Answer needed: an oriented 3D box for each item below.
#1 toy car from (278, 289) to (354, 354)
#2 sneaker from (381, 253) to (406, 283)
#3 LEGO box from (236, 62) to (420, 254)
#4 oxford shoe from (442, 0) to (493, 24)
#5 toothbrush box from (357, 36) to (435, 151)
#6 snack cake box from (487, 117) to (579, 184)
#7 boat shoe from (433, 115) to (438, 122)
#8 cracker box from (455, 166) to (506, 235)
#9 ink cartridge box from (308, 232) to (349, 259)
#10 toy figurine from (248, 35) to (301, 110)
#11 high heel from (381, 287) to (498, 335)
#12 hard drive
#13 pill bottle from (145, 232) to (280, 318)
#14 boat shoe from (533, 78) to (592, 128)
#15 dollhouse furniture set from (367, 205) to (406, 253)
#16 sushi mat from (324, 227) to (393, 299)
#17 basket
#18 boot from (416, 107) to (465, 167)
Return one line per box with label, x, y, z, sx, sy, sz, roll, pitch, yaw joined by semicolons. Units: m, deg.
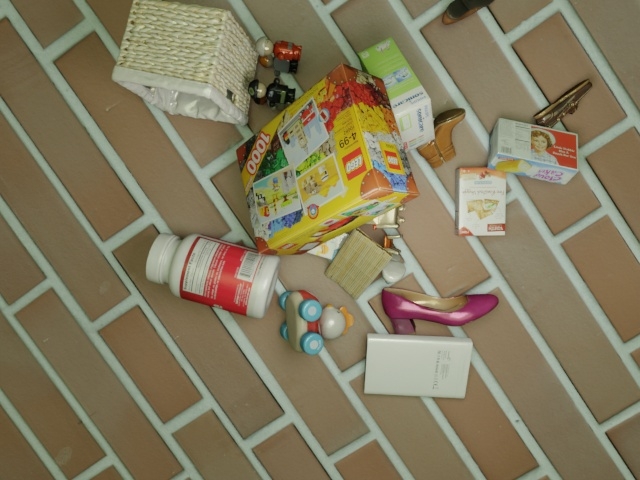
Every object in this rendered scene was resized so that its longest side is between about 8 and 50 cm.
toy car;0.005;0.267;1.670;0.238;0.219;0.210;-5;94;-26
sneaker;0.234;0.110;1.612;0.080;0.212;0.094;13;110;3
LEGO box;-0.004;-0.208;1.434;0.500;0.193;0.372;-27;71;41
oxford shoe;0.488;-0.779;1.597;0.212;0.076;0.076;-29;91;-11
toothbrush box;0.239;-0.449;1.510;0.122;0.206;0.283;-26;63;5
snack cake box;0.695;-0.293;1.584;0.265;0.089;0.152;13;63;2
boat shoe;0.359;-0.388;1.639;0.184;0.066;0.063;-1;115;-5
cracker box;0.543;-0.132;1.646;0.156;0.067;0.232;-1;95;3
ink cartridge box;0.000;0.000;1.687;0.182;0.061;0.104;16;95;2
toy figurine;-0.151;-0.536;1.574;0.148;0.209;0.212;8;96;-8
high heel;0.403;0.202;1.646;0.378;0.127;0.181;-18;104;8
hard drive;0.334;0.440;1.690;0.354;0.047;0.232;2;111;2
pill bottle;-0.358;0.107;1.631;0.408;0.229;0.228;15;95;2
boat shoe;0.813;-0.447;1.606;0.207;0.073;0.073;-38;94;12
dollhouse furniture set;0.200;-0.091;1.572;0.135;0.259;0.261;6;94;13
sushi mat;0.117;0.083;1.593;0.151;0.316;0.019;37;54;5
basket;-0.405;-0.547;1.518;0.332;0.328;0.266;12;90;11
boot;0.416;-0.337;1.601;0.197;0.072;0.152;-27;123;29
